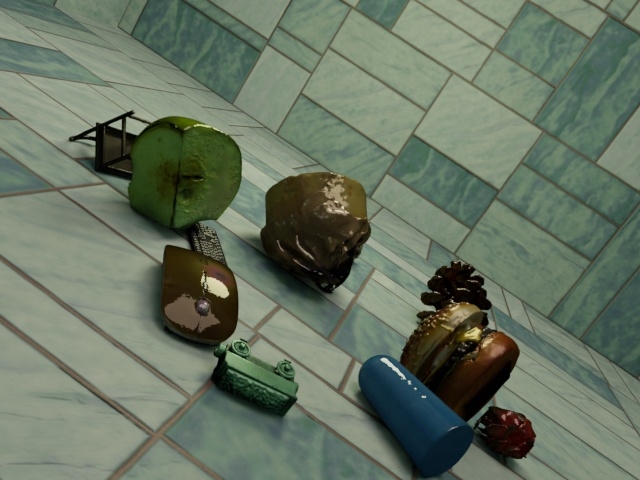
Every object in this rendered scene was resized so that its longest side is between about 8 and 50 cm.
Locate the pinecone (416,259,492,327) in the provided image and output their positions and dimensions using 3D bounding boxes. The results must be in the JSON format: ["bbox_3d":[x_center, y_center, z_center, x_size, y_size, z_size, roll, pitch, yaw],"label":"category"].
[{"bbox_3d":[0.457,0.203,2.016,0.244,0.244,0.309,28,55,-19],"label":"pinecone"}]

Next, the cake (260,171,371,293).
[{"bbox_3d":[-0.007,0.003,1.745,0.332,0.332,0.321,21,57,-39],"label":"cake"}]

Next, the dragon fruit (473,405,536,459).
[{"bbox_3d":[0.451,0.469,1.461,0.142,0.130,0.121,38,48,13],"label":"dragon fruit"}]

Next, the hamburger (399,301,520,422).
[{"bbox_3d":[0.325,0.293,1.456,0.225,0.291,0.291,41,17,29],"label":"hamburger"}]

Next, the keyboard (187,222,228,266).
[{"bbox_3d":[-0.282,0.028,1.493,0.101,0.018,0.310,25,17,-29],"label":"keyboard"}]

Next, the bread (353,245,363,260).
[{"bbox_3d":[0.093,0.029,2.164,0.106,0.082,0.125,26,23,14],"label":"bread"}]

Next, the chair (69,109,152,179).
[{"bbox_3d":[-0.539,-0.244,1.618,0.260,0.141,0.154,-11,-14,34],"label":"chair"}]

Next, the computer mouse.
[{"bbox_3d":[-0.250,0.094,1.218,0.158,0.072,0.310,22,22,-22],"label":"computer mouse"}]

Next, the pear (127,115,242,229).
[{"bbox_3d":[-0.330,-0.183,1.528,0.176,0.287,0.282,24,24,29],"label":"pear"}]

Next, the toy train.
[{"bbox_3d":[-0.116,0.244,1.067,0.172,0.070,0.099,29,26,-14],"label":"toy train"}]

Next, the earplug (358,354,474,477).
[{"bbox_3d":[0.178,0.344,1.255,0.132,0.132,0.273,20,17,-42],"label":"earplug"}]
